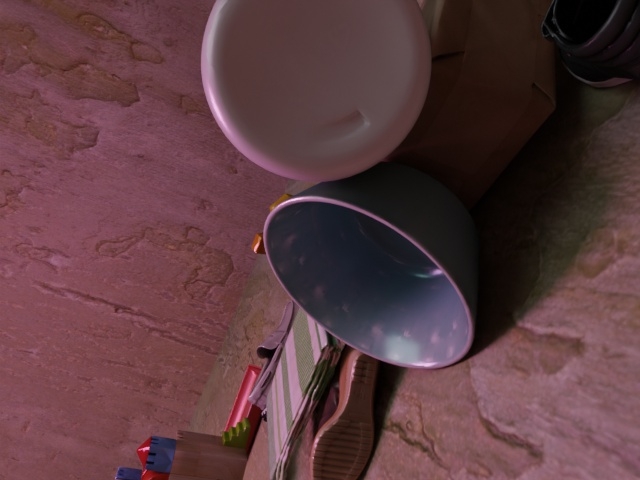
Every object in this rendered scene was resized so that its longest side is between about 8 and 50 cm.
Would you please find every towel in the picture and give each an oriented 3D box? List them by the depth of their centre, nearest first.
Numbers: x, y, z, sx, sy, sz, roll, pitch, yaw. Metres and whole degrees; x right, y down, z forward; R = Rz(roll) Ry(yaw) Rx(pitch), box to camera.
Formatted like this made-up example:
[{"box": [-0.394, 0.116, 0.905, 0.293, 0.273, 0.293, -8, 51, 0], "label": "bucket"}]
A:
[{"box": [-0.041, 0.255, 1.072, 0.248, 0.038, 0.325, -106, 32, -63], "label": "towel"}]

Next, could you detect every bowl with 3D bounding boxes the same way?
[{"box": [0.093, 0.016, 0.792, 0.163, 0.311, 0.311, -51, 2, -33], "label": "bowl"}]

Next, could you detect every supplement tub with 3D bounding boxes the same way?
[{"box": [-0.012, -0.200, 0.723, 0.331, 0.240, 0.241, -115, 49, -81], "label": "supplement tub"}]

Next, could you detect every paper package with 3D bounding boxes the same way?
[{"box": [0.193, -0.216, 0.869, 0.325, 0.168, 0.310, 115, 171, -57], "label": "paper package"}]

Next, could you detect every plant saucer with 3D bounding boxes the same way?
[{"box": [-0.216, 0.504, 1.696, 0.259, 0.047, 0.258, -70, 13, -14], "label": "plant saucer"}]

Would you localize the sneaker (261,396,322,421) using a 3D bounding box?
[{"box": [-0.057, 0.335, 1.269, 0.234, 0.078, 0.106, -50, 19, 44], "label": "sneaker"}]

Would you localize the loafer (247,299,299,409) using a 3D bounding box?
[{"box": [-0.107, 0.282, 1.471, 0.112, 0.111, 0.320, 126, 162, -45], "label": "loafer"}]

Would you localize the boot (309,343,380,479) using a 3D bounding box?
[{"box": [0.045, 0.287, 0.975, 0.207, 0.090, 0.249, 103, -175, -84], "label": "boot"}]

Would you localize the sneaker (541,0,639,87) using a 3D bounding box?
[{"box": [0.296, -0.232, 0.608, 0.296, 0.146, 0.105, -97, 30, -68], "label": "sneaker"}]

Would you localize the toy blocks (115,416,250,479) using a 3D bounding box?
[{"box": [-0.310, 0.539, 1.153, 0.191, 0.260, 0.382, -156, 80, -76], "label": "toy blocks"}]

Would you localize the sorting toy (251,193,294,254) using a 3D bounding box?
[{"box": [0.030, -0.036, 1.024, 0.041, 0.307, 0.229, 42, 116, 47], "label": "sorting toy"}]
